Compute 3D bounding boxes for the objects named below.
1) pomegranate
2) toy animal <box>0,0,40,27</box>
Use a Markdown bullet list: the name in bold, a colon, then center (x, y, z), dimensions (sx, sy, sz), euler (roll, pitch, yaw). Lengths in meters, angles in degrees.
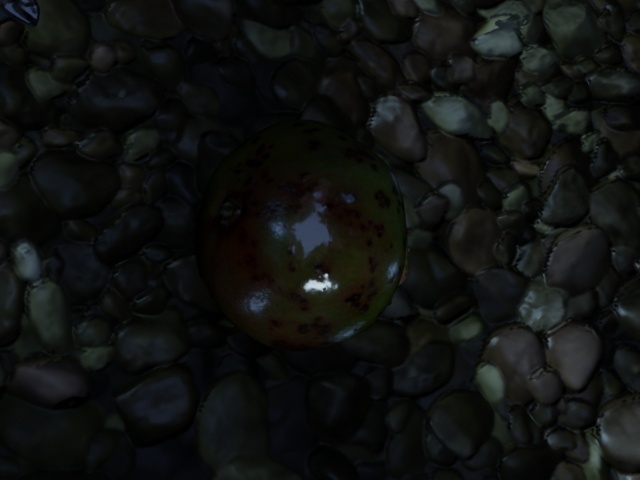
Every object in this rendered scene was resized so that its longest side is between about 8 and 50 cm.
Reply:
- **pomegranate**: center (-0.003, -0.002, 0.699), dimensions (0.130, 0.130, 0.130), euler (4, 73, -13)
- **toy animal**: center (-0.183, -0.216, 0.751), dimensions (0.117, 0.121, 0.210), euler (-5, 92, -60)
